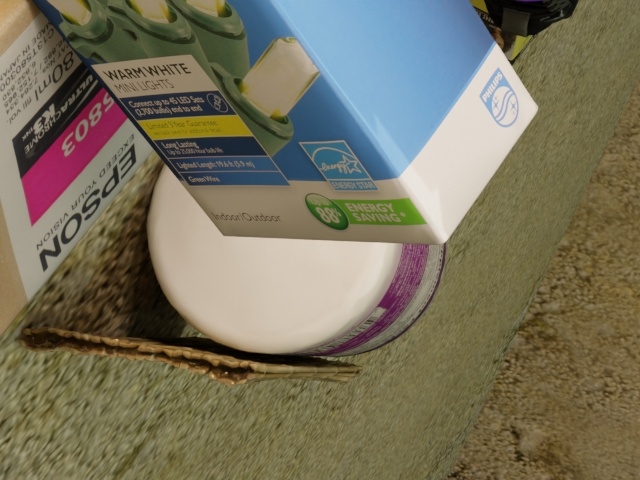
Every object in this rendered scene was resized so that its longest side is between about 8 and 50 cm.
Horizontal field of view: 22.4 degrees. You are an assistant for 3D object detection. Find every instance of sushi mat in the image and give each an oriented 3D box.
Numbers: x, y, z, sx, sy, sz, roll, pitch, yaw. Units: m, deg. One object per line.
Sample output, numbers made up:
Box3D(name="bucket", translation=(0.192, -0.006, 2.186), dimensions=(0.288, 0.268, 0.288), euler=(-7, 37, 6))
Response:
Box3D(name="sushi mat", translation=(-0.076, 0.081, 1.115), dimensions=(0.316, 0.151, 0.019), euler=(18, 82, -76))

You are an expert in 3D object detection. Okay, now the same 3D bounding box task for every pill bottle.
Box3D(name="pill bottle", translation=(0.000, 0.000, 1.170), dimensions=(0.169, 0.169, 0.301), euler=(-62, 166, 3))

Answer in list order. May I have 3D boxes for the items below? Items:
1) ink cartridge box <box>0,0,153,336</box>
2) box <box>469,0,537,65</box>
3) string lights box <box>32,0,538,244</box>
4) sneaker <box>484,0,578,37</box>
Box3D(name="ink cartridge box", translation=(-0.122, -0.099, 0.721), dimensions=(0.235, 0.088, 0.193), euler=(-55, 164, -25))
Box3D(name="box", translation=(0.160, -0.254, 1.409), dimensions=(0.058, 0.087, 0.232), euler=(-53, 165, -29))
Box3D(name="string lights box", translation=(-0.048, -0.115, 0.573), dimensions=(0.260, 0.133, 0.077), euler=(52, 60, -29))
Box3D(name="sneaker", translation=(0.161, -0.204, 1.172), dimensions=(0.293, 0.102, 0.146), euler=(-54, 167, -56))
